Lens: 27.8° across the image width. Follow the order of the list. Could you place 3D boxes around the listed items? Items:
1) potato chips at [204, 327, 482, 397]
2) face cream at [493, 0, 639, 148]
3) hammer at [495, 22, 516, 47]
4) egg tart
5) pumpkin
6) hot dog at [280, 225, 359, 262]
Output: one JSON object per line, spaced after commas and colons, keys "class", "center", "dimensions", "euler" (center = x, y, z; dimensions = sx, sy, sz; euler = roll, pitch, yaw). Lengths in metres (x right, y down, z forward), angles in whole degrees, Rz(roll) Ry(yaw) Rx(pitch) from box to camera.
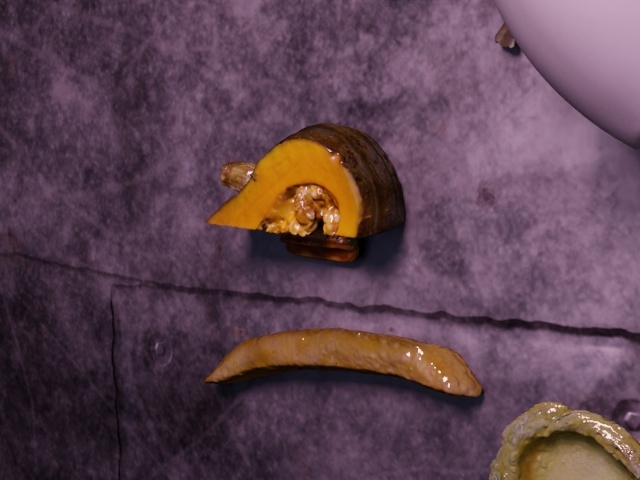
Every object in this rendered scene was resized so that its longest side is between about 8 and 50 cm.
{"class": "potato chips", "center": [0.007, 0.143, 1.543], "dimensions": [0.407, 0.057, 0.080], "euler": [-3, 90, 39]}
{"class": "face cream", "center": [0.266, -0.277, 1.051], "dimensions": [0.312, 0.219, 0.357], "euler": [-36, 71, 40]}
{"class": "hammer", "center": [0.256, -0.313, 1.284], "dimensions": [0.297, 0.027, 0.125], "euler": [-62, 32, 33]}
{"class": "egg tart", "center": [0.272, 0.256, 1.331], "dimensions": [0.197, 0.078, 0.197], "euler": [8, 103, 37]}
{"class": "pumpkin", "center": [-0.020, -0.073, 1.497], "dimensions": [0.248, 0.131, 0.126], "euler": [1, 105, 34]}
{"class": "hot dog", "center": [0.000, 0.000, 1.543], "dimensions": [0.122, 0.037, 0.049], "euler": [10, 143, 40]}
